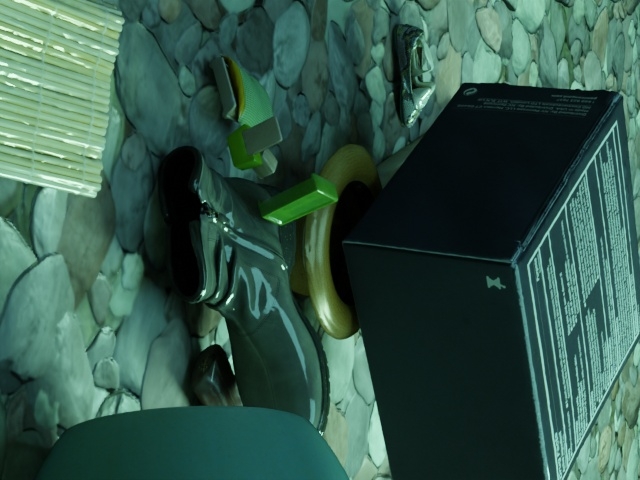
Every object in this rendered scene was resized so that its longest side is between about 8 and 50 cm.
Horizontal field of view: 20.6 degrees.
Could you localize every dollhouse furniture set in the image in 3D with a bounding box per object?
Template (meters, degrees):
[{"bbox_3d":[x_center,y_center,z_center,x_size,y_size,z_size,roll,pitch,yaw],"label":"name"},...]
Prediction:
[{"bbox_3d":[-0.038,-0.094,1.479,0.076,0.059,0.151,26,43,-57],"label":"dollhouse furniture set"}]

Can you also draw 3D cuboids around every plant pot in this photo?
[{"bbox_3d":[-0.088,0.246,1.235,0.293,0.293,0.235,32,52,-63],"label":"plant pot"}]

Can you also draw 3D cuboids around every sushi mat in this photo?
[{"bbox_3d":[-0.226,-0.121,1.182,0.316,0.019,0.151,14,82,-66],"label":"sushi mat"}]

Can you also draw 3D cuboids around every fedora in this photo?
[{"bbox_3d":[0.000,0.000,1.625,0.194,0.079,0.194,4,90,-68],"label":"fedora"}]

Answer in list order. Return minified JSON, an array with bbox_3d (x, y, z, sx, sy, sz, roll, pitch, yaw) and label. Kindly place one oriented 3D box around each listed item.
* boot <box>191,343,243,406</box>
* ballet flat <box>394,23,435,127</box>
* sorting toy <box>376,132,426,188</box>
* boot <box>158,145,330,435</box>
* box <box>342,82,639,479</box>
[{"bbox_3d":[-0.090,0.158,1.499,0.106,0.037,0.114,-73,155,-45],"label":"boot"},{"bbox_3d":[0.102,-0.174,1.876,0.041,0.041,0.114,-41,130,-58],"label":"ballet flat"},{"bbox_3d":[0.151,0.015,1.949,0.255,0.089,0.257,-36,125,-60],"label":"sorting toy"},{"bbox_3d":[-0.075,0.053,1.446,0.161,0.083,0.246,17,59,-62],"label":"boot"},{"bbox_3d":[0.176,0.047,1.698,0.294,0.183,0.296,-53,140,-46],"label":"box"}]
